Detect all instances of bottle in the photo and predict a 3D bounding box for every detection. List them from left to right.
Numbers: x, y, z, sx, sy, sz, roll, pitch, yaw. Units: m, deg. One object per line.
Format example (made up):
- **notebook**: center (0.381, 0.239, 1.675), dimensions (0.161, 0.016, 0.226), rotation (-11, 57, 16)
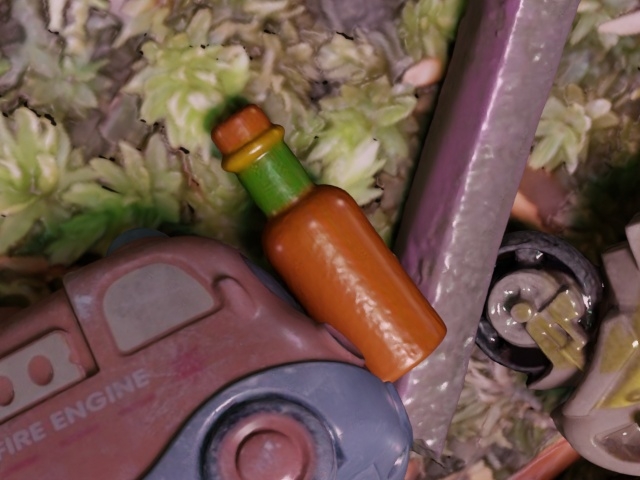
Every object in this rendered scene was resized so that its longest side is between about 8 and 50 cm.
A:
- **bottle**: center (0.000, 0.000, 1.019), dimensions (0.069, 0.069, 0.187), rotation (-35, 96, -4)

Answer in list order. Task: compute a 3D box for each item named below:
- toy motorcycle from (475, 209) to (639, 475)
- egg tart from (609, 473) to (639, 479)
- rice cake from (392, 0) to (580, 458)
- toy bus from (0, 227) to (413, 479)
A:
- **toy motorcycle**: center (0.267, 0.069, 1.064), dimensions (0.341, 0.108, 0.223), rotation (-16, 95, 22)
- **egg tart**: center (0.263, 0.254, 1.221), dimensions (0.294, 0.123, 0.294), rotation (-9, 118, -17)
- **rice cake**: center (0.088, -0.021, 1.069), dimensions (0.056, 0.072, 0.365), rotation (7, 111, -26)
- **toy bus**: center (-0.109, 0.116, 0.966), dimensions (0.294, 0.232, 0.197), rotation (-28, 156, -3)
